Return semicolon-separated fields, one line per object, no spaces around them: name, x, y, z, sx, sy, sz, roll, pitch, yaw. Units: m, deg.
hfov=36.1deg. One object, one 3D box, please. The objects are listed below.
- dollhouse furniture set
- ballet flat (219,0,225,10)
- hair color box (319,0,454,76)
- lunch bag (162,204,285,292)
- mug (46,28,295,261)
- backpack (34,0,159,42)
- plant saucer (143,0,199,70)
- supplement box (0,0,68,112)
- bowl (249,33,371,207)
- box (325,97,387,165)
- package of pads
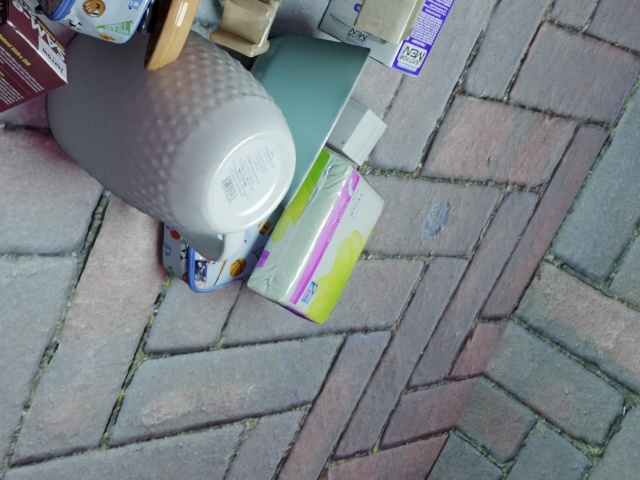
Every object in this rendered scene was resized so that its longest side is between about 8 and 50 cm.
dollhouse furniture set;-0.022;-0.451;1.459;0.256;0.394;0.362;-57;171;-73
ballet flat;-0.130;-0.440;1.559;0.079;0.077;0.221;6;111;-33
hair color box;0.156;-0.488;1.755;0.110;0.185;0.338;7;114;-54
lunch bag;-0.158;-0.045;1.830;0.303;0.115;0.243;-21;132;-41
mug;-0.203;-0.127;1.501;0.276;0.328;0.374;-33;141;-28
backpack;-0.283;-0.384;1.238;0.213;0.263;0.276;7;115;-35
plant saucer;-0.186;-0.316;1.293;0.037;0.200;0.200;17;110;-16
supplement box;-0.457;-0.214;1.237;0.239;0.073;0.130;-20;147;11
bowl;-0.058;-0.227;1.679;0.311;0.163;0.311;-62;-175;9
box;0.054;-0.222;1.939;0.102;0.101;0.087;-57;146;1
package of pads;0.000;0.000;1.881;0.296;0.101;0.229;-63;154;-6
